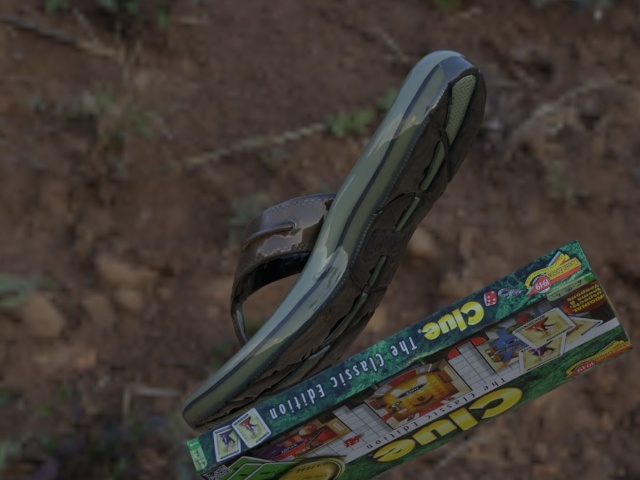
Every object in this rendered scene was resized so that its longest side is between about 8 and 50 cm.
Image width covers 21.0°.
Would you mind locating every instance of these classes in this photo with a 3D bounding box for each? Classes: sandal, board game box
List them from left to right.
[{"bbox_3d":[0.001,-0.001,1.145,0.086,0.303,0.120,34,4,20],"label":"sandal"},{"bbox_3d":[0.060,0.093,1.053,0.259,0.030,0.136,-28,-27,9],"label":"board game box"}]
